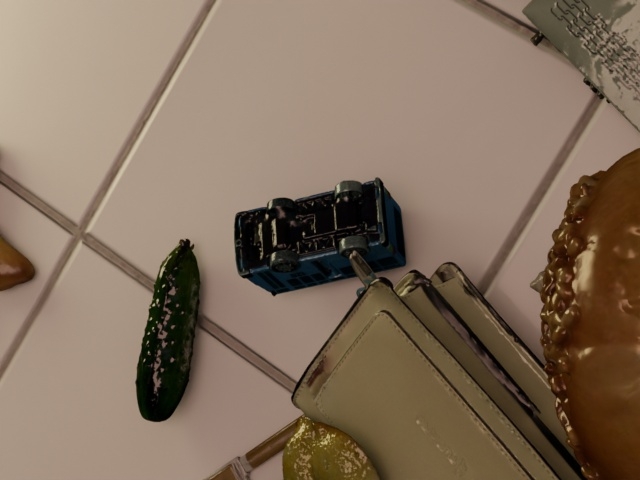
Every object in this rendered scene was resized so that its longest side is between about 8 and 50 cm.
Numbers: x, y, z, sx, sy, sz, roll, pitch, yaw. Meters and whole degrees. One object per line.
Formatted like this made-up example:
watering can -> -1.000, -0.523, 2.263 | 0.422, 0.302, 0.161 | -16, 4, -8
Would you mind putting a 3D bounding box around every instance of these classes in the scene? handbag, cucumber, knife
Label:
handbag -> 0.154, 0.228, 1.624 | 0.358, 0.160, 0.237 | 50, 121, 21
cucumber -> -0.183, 0.109, 1.841 | 0.069, 0.069, 0.227 | 6, 82, 24
knife -> -0.099, 0.284, 1.805 | 0.256, 0.022, 0.046 | -36, 76, 16

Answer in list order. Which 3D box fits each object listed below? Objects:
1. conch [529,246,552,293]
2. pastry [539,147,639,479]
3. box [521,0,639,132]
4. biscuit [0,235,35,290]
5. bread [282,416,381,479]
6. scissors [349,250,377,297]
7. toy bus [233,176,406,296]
conch -> 0.313, 0.026, 1.622 | 0.176, 0.094, 0.104 | -21, 37, 15
pastry -> 0.351, 0.091, 1.420 | 0.245, 0.409, 0.410 | -8, 81, 31
box -> 0.373, -0.221, 1.649 | 0.211, 0.045, 0.270 | -46, 69, 12
biscuit -> -0.475, -0.017, 1.988 | 0.164, 0.047, 0.208 | -24, 75, 20
bread -> 0.021, 0.282, 1.635 | 0.149, 0.065, 0.188 | -11, 105, 59
scissors -> 0.057, 0.044, 1.718 | 0.058, 0.119, 0.014 | 1, 61, 22
toy bus -> 0.000, 0.000, 1.748 | 0.184, 0.106, 0.090 | -13, 65, 19
